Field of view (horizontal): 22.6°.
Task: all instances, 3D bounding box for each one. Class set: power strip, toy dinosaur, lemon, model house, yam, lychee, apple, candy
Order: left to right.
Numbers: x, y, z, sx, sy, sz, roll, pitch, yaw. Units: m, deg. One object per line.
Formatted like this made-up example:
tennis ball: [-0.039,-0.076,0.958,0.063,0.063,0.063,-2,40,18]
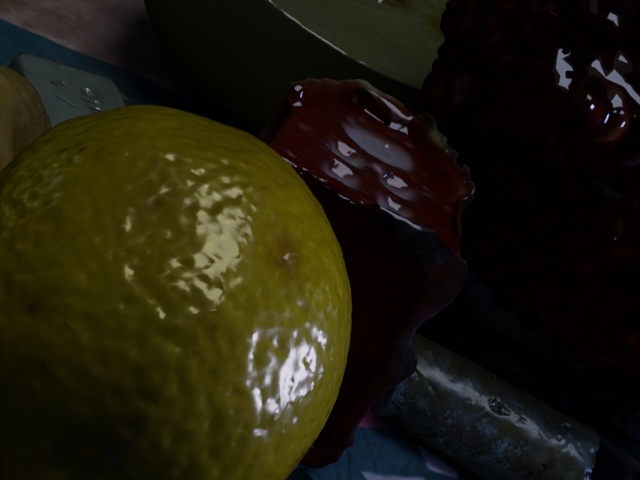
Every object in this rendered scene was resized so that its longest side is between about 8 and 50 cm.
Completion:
power strip: [-0.167,-0.038,1.179,0.093,0.053,0.288,16,29,-35]
lemon: [-0.097,0.053,0.885,0.228,0.228,0.253,22,50,-23]
model house: [0.000,0.000,1.141,0.160,0.196,0.254,28,24,-7]
apple: [0.021,-0.227,1.490,0.360,0.320,0.312,35,-15,-11]
yam: [0.119,0.134,1.182,0.179,0.078,0.078,30,24,-7]
candy: [0.288,0.166,1.394,0.083,0.020,0.030,22,18,-19]
lychee: [0.276,-0.092,1.234,0.424,0.424,0.500,43,27,21]
toy dinosaur: [0.288,0.206,1.255,0.327,0.113,0.206,49,1,9]

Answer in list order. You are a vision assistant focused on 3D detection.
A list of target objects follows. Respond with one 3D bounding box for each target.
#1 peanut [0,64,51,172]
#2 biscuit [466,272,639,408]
peanut: [-0.235,-0.034,1.034,0.117,0.101,0.263,5,34,-11]
biscuit: [0.255,0.072,1.460,0.309,0.079,0.186,28,26,-8]
